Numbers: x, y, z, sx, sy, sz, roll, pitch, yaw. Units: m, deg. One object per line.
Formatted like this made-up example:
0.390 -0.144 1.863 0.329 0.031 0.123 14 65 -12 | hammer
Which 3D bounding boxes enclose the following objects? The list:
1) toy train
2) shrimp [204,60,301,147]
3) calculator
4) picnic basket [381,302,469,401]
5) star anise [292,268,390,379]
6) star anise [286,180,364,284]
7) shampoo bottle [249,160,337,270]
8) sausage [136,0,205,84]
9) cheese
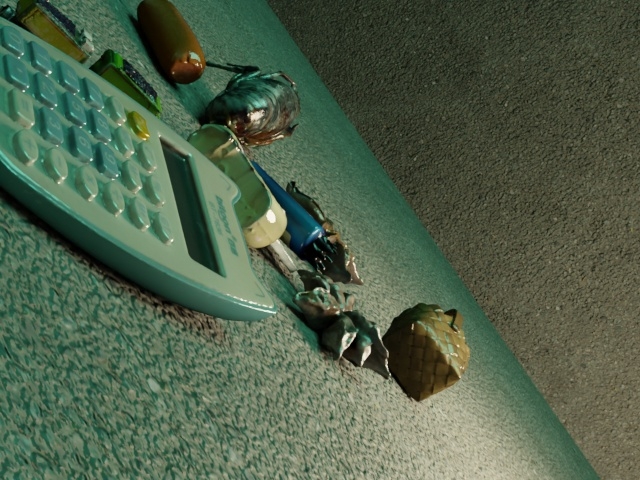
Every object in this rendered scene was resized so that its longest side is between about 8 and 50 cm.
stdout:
-0.251 -0.180 1.043 0.202 0.081 0.060 45 13 -34 | toy train
-0.113 -0.247 1.698 0.372 0.137 0.172 -63 132 -77 | shrimp
-0.193 -0.065 0.934 0.386 0.054 0.256 39 23 -45 | calculator
0.176 0.169 1.609 0.137 0.128 0.178 54 20 -2 | picnic basket
0.026 0.104 1.354 0.195 0.065 0.182 28 20 -48 | star anise
0.008 0.009 1.626 0.172 0.063 0.208 50 6 -36 | star anise
-0.050 -0.031 1.411 0.183 0.050 0.087 44 -22 17 | shampoo bottle
-0.245 -0.330 1.610 0.076 0.076 0.197 40 15 -51 | sausage
-0.098 -0.052 1.310 0.163 0.071 0.249 55 -1 20 | cheese
